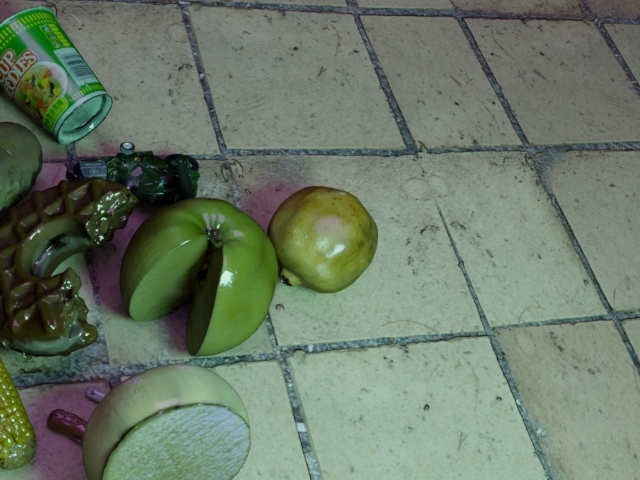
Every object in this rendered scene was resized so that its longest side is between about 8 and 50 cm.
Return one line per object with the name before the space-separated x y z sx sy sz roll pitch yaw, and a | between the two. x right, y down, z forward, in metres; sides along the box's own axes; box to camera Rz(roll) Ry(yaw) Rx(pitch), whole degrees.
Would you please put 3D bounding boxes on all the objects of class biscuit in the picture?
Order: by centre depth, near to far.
biscuit | -0.486 0.043 1.713 0.268 0.115 0.366 -1 50 19

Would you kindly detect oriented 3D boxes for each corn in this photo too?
corn | -0.571 0.234 1.588 0.119 0.119 0.322 -29 71 -35

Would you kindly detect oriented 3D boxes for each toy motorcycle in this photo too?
toy motorcycle | -0.366 -0.109 1.933 0.274 0.125 0.187 -5 46 -21

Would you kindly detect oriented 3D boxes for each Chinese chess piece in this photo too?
Chinese chess piece | -0.244 0.323 1.538 0.270 0.270 0.112 -9 39 -26

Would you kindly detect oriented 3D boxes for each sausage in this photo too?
sausage | -0.391 0.335 1.630 0.158 0.042 0.036 32 12 3

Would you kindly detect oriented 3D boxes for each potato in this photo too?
potato | -0.627 -0.123 1.822 0.165 0.165 0.262 19 38 -6

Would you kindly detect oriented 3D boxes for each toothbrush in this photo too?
toothbrush | -0.291 0.316 1.689 0.263 0.026 0.022 24 82 0

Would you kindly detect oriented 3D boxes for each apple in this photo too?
apple | -0.220 0.062 1.763 0.291 0.254 0.292 13 46 -14

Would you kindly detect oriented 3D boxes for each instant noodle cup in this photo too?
instant noodle cup | -0.556 -0.333 1.994 0.233 0.207 0.207 46 52 9

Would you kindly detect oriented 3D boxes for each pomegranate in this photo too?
pomegranate | 0.005 -0.006 1.926 0.233 0.233 0.233 10 51 -13

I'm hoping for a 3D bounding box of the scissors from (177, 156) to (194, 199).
scissors | -0.257 -0.087 1.888 0.017 0.220 0.088 10 54 13
